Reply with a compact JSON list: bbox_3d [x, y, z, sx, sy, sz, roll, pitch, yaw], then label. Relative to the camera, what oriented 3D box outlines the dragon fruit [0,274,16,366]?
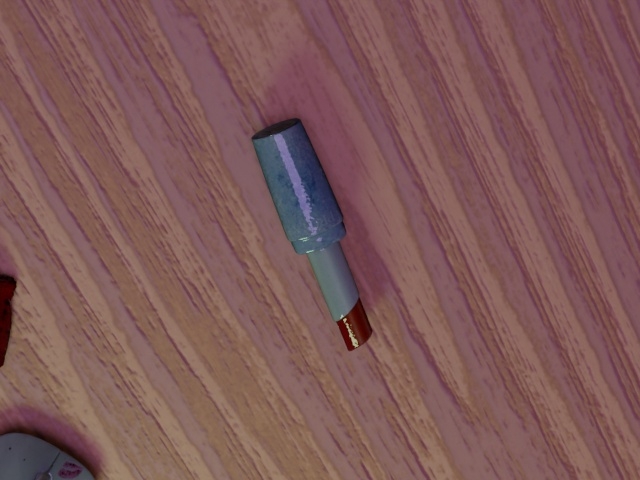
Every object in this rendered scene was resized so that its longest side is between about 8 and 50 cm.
[{"bbox_3d":[-0.414,0.117,1.131,0.092,0.122,0.192,14,114,31],"label":"dragon fruit"}]

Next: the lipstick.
[{"bbox_3d":[0.000,0.000,1.126,0.068,0.061,0.274,-22,107,-1],"label":"lipstick"}]

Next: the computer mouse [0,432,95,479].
[{"bbox_3d":[-0.390,0.364,1.181,0.159,0.097,0.288,37,101,-12],"label":"computer mouse"}]
